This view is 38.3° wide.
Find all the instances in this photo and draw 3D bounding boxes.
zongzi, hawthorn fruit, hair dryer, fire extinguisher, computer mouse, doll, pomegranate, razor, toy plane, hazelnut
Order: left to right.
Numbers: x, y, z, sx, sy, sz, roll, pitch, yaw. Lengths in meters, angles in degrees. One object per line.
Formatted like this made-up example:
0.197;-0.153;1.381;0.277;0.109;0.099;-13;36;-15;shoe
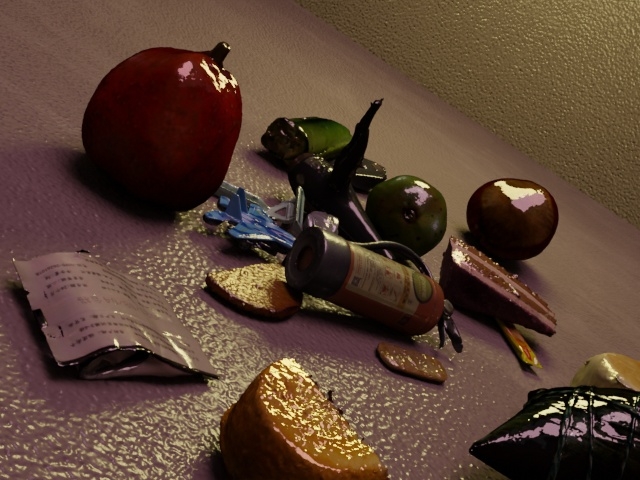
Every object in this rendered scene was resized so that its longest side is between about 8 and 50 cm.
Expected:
-0.256;-0.214;1.575;0.265;0.307;0.265;33;18;-12;hawthorn fruit
-0.163;-0.092;1.781;0.277;0.056;0.111;19;40;-13;razor
-0.087;-0.001;1.650;0.246;0.078;0.169;37;22;-5;toy plane
0.000;0.000;1.763;0.094;0.079;0.180;53;22;-29;doll
0.085;-0.158;2.231;0.172;0.057;0.099;0;38;-33;computer mouse
0.075;-0.125;1.791;0.120;0.359;0.304;-24;64;-33;hair dryer
0.118;0.063;1.645;0.376;0.113;0.200;26;60;-33;fire extinguisher
0.175;-0.048;1.984;0.187;0.187;0.225;29;-6;-6;pomegranate
0.480;-0.052;2.337;0.229;0.229;0.229;26;22;-12;hazelnut
0.408;0.333;1.402;0.383;0.319;0.362;23;16;36;zongzi

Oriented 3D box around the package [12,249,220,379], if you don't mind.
-0.264;0.101;1.222;0.251;0.062;0.204;14;29;-45;package

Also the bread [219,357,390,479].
-0.038;0.247;1.089;0.139;0.143;0.229;6;31;-48;bread

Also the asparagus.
-0.016;-0.244;2.214;0.128;0.108;0.382;35;20;12;asparagus

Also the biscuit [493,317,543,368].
0.388;0.177;1.947;0.048;0.026;0.292;12;27;-23;biscuit

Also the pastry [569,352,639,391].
0.605;0.320;1.780;0.264;0.133;0.265;26;21;-11;pastry

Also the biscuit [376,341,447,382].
0.158;0.210;1.588;0.147;0.018;0.071;18;27;-27;biscuit

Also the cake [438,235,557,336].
0.368;0.117;1.946;0.295;0.113;0.116;28;31;-9;cake

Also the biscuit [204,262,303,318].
-0.096;0.085;1.515;0.126;0.025;0.206;41;24;24;biscuit
